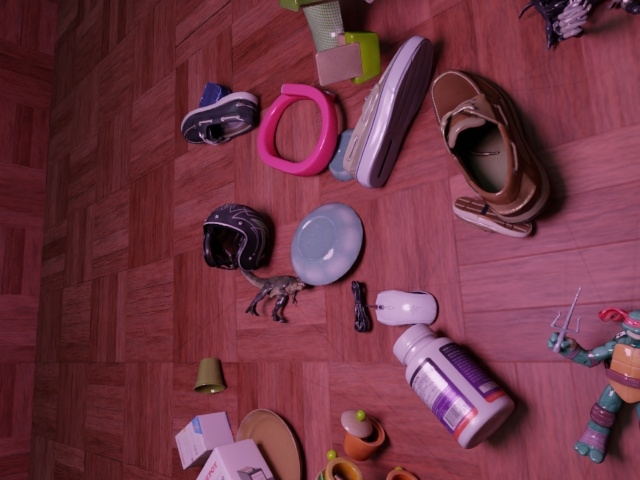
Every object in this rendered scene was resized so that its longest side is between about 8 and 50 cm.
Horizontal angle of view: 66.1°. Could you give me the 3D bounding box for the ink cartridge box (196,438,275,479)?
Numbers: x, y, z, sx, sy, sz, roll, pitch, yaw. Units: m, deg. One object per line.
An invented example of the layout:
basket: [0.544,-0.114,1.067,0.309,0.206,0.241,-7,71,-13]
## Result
ink cartridge box: [-0.170,0.617,1.082,0.273,0.114,0.198,47,116,38]

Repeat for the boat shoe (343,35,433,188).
boat shoe: [0.123,-0.254,0.969,0.094,0.109,0.302,33,110,33]

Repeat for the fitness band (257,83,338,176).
fitness band: [-0.058,-0.264,1.176,0.291,0.054,0.209,27,102,49]

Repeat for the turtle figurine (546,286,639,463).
turtle figurine: [0.398,0.177,0.632,0.175,0.118,0.234,13,109,59]

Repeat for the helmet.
helmet: [-0.207,-0.011,1.216,0.169,0.169,0.162,7,97,45]

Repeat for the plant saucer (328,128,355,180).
plant saucer: [0.054,-0.192,1.091,0.119,0.021,0.119,-9,77,44]

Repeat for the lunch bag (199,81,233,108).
lunch bag: [-0.305,-0.408,1.448,0.067,0.065,0.098,34,107,26]

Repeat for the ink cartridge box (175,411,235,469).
ink cartridge box: [-0.309,0.528,1.295,0.143,0.090,0.092,-46,55,31]

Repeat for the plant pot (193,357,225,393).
plant pot: [-0.299,0.362,1.327,0.083,0.083,0.079,-35,48,36]

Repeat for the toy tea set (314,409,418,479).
toy tea set: [0.112,0.418,0.824,0.336,0.200,0.124,47,125,44]

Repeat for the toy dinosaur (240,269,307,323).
toy dinosaur: [-0.120,0.131,1.190,0.268,0.064,0.118,1,70,45]

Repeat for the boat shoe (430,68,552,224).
boat shoe: [0.260,-0.176,0.803,0.122,0.120,0.324,-43,49,30]

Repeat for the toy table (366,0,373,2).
toy table: [0.158,-0.579,0.915,0.274,0.252,0.161,-50,35,44]

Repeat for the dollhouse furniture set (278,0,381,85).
dollhouse furniture set: [-0.018,-0.435,1.003,0.301,0.151,0.198,-128,22,-54]

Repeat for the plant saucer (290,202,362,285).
plant saucer: [0.000,0.000,1.072,0.195,0.037,0.195,-16,61,33]

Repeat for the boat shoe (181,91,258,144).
boat shoe: [-0.297,-0.323,1.393,0.302,0.114,0.091,-16,67,43]

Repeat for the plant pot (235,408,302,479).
plant pot: [-0.119,0.515,1.150,0.236,0.032,0.236,-8,79,45]

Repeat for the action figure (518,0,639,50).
action figure: [0.397,-0.364,0.697,0.275,0.141,0.164,16,107,43]

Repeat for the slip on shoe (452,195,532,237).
slip on shoe: [0.287,-0.033,0.828,0.135,0.041,0.051,22,58,31]

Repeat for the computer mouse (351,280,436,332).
computer mouse: [0.133,0.127,0.951,0.193,0.042,0.106,-8,78,44]

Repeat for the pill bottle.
pill bottle: [0.210,0.231,0.813,0.193,0.108,0.108,48,117,38]
